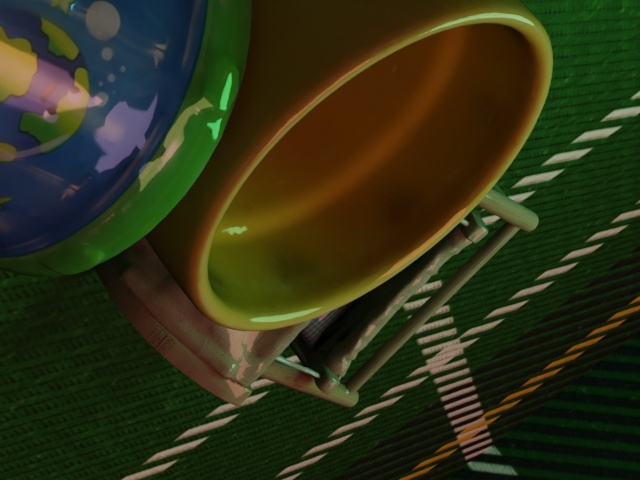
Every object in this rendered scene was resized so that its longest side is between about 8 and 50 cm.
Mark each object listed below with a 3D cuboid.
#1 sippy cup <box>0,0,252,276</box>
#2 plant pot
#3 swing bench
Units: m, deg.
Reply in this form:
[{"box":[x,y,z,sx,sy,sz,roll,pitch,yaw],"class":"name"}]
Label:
[{"box":[-0.190,-0.119,0.682,0.224,0.240,0.305,23,77,-51],"class":"sippy cup"},{"box":[-0.031,-0.115,0.856,0.254,0.239,0.254,-31,154,-16],"class":"plant pot"},{"box":[0.000,0.000,1.182,0.253,0.165,0.255,-47,153,19],"class":"swing bench"}]
